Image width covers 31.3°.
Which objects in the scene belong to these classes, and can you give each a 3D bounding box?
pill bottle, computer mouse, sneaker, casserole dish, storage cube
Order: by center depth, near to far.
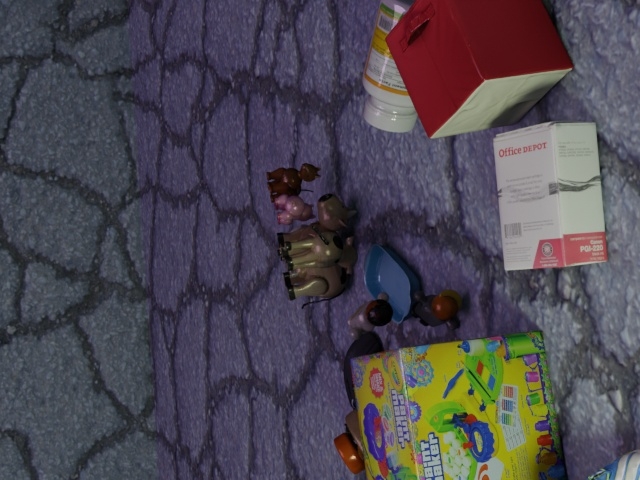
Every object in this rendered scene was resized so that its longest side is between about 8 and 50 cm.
[{"bbox_3d":[0.404,0.393,1.695,0.091,0.126,0.240,66,147,34],"label":"sneaker"},{"bbox_3d":[0.251,-0.298,1.816,0.183,0.215,0.193,-47,59,54],"label":"storage cube"},{"bbox_3d":[0.152,-0.327,2.077,0.136,0.136,0.246,53,138,47],"label":"pill bottle"},{"bbox_3d":[0.144,0.084,2.260,0.188,0.037,0.114,48,135,49],"label":"casserole dish"},{"bbox_3d":[0.095,0.330,2.364,0.184,0.060,0.262,39,128,56],"label":"computer mouse"}]

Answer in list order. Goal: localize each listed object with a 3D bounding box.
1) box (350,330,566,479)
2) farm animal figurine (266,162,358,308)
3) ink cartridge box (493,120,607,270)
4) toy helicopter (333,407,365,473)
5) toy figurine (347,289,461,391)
[{"bbox_3d":[0.226,0.311,1.866,0.177,0.279,0.290,-22,74,62],"label":"box"},{"bbox_3d":[0.000,0.000,2.390,0.330,0.172,0.327,-106,7,-50],"label":"farm animal figurine"},{"bbox_3d":[0.353,-0.068,1.770,0.158,0.092,0.218,-7,90,63],"label":"ink cartridge box"},{"bbox_3d":[0.154,0.471,2.146,0.355,0.140,0.235,58,-179,15],"label":"toy helicopter"},{"bbox_3d":[0.159,0.194,2.055,0.148,0.213,0.210,150,118,-71],"label":"toy figurine"}]
